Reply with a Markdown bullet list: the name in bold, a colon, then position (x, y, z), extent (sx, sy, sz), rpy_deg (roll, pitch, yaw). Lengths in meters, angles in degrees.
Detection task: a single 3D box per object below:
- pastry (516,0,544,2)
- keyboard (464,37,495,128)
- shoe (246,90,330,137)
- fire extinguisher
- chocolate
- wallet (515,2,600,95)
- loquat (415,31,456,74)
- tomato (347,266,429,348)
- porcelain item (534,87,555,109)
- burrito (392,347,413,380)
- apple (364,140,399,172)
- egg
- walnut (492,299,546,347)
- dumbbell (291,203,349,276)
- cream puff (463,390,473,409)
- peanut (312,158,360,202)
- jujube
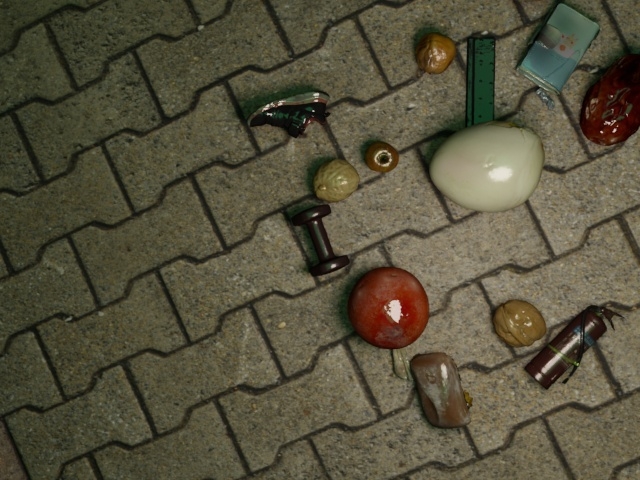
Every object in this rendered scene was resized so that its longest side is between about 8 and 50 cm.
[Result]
- **pastry**: position (0.699, -0.925, 1.808), extent (0.330, 0.136, 0.329), rpy_deg (0, 91, 4)
- **keyboard**: position (0.532, -0.523, 1.879), extent (0.101, 0.018, 0.309), rpy_deg (1, 90, 4)
- **shoe**: position (-0.102, -0.410, 1.897), extent (0.291, 0.114, 0.137), rpy_deg (-13, 94, 2)
- **fire extinguisher**: position (0.821, 0.337, 1.808), extent (0.141, 0.105, 0.341), rpy_deg (44, 94, -11)
- **chocolate**: position (0.379, 0.495, 1.824), extent (0.161, 0.083, 0.261), rpy_deg (-21, 85, 37)
- **wallet**: position (0.770, -0.623, 1.831), extent (0.176, 0.075, 0.250), rpy_deg (32, 92, 1)
- **loquat**: position (0.378, -0.614, 1.854), extent (0.137, 0.113, 0.137), rpy_deg (-4, 107, -14)
- **tomato**: position (0.217, 0.219, 1.791), extent (0.265, 0.265, 0.265), rpy_deg (0, 90, 5)
- **porcelain item**: position (0.741, -0.464, 1.853), extent (0.028, 0.036, 0.083), rpy_deg (-42, 80, 35)
- **burrito**: position (0.269, 0.401, 1.887), extent (0.055, 0.041, 0.149), rpy_deg (-13, 92, 27)
- **apple**: position (0.203, -0.279, 1.870), extent (0.114, 0.102, 0.099), rpy_deg (5, 103, -2)
- **egg**: position (0.515, -0.227, 1.753), extent (0.345, 0.283, 0.283), rpy_deg (2, 90, 17)
- **walnut**: position (0.635, 0.265, 1.808), extent (0.166, 0.149, 0.166), rpy_deg (9, 123, 14)
- **dumbbell**: position (0.000, 0.000, 1.866), extent (0.124, 0.140, 0.225), rpy_deg (-19, 88, -38)
- **cream puff**: position (0.460, 0.529, 1.859), extent (0.083, 0.058, 0.083), rpy_deg (-31, 85, 5)
- **peanut**: position (0.047, -0.198, 1.876), extent (0.159, 0.109, 0.140), rpy_deg (-41, 72, 0)
- **jujube**: position (0.932, -0.436, 1.759), extent (0.197, 0.197, 0.290), rpy_deg (27, 83, 5)
